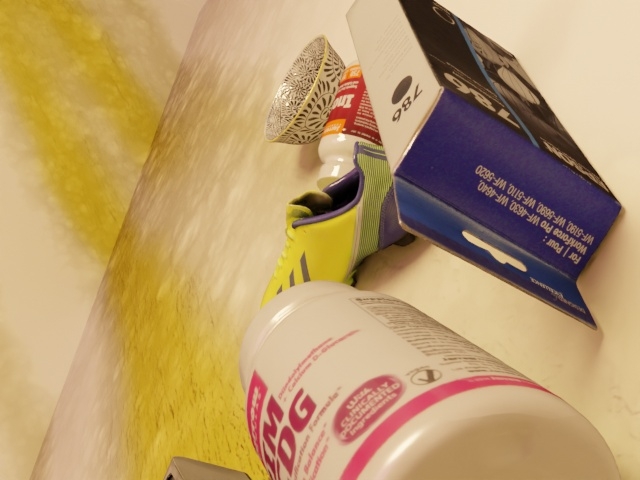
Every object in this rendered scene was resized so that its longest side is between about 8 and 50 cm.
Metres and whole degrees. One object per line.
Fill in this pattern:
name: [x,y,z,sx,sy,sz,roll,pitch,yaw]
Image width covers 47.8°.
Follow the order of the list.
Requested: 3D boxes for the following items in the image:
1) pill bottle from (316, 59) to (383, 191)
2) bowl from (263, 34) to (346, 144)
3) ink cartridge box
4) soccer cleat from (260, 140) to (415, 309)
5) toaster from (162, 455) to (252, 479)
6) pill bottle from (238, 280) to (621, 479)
pill bottle: [0.048,-0.124,0.827,0.086,0.086,0.152,-19,49,60]
bowl: [-0.006,-0.200,1.037,0.170,0.080,0.170,-47,28,35]
ink cartridge box: [0.114,-0.093,0.541,0.065,0.165,0.333,-50,27,29]
soccer cleat: [0.000,-0.001,0.754,0.289,0.121,0.093,-44,30,41]
toaster: [-0.114,0.319,0.684,0.168,0.110,0.185,-67,22,-4]
pill bottle: [0.041,0.125,0.478,0.160,0.160,0.283,-64,22,1]
